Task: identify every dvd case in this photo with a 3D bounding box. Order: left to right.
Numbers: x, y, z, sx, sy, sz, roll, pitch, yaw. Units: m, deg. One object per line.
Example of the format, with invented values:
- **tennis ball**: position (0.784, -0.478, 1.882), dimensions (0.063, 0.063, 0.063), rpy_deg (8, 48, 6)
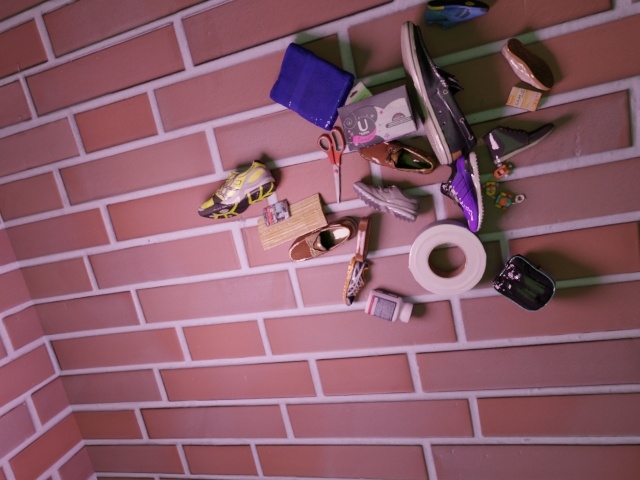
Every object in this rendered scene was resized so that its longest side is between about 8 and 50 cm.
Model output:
- **dvd case**: position (-0.190, -0.115, 1.811), dimensions (0.119, 0.013, 0.087), rpy_deg (-22, 68, 21)

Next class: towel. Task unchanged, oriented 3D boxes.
- **towel**: position (-0.032, -0.581, 1.608), dimensions (0.308, 0.076, 0.228), rpy_deg (36, 115, 20)

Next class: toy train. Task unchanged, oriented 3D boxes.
- **toy train**: position (0.668, -0.194, 1.548), dimensions (0.125, 0.046, 0.166), rpy_deg (-31, 94, 21)

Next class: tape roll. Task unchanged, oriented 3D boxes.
- **tape roll**: position (0.487, 0.066, 1.640), dimensions (0.285, 0.100, 0.287), rpy_deg (4, 106, 15)

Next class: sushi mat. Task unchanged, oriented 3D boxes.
- **sushi mat**: position (-0.125, -0.077, 1.790), dimensions (0.316, 0.019, 0.152), rpy_deg (-22, 71, 20)

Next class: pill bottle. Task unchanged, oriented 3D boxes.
- **pill bottle**: position (0.283, 0.275, 1.748), dimensions (0.180, 0.108, 0.108), rpy_deg (17, 108, 12)

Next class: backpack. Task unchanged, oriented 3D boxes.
- **backpack**: position (0.758, 0.160, 1.556), dimensions (0.188, 0.144, 0.166), rpy_deg (40, 111, 28)

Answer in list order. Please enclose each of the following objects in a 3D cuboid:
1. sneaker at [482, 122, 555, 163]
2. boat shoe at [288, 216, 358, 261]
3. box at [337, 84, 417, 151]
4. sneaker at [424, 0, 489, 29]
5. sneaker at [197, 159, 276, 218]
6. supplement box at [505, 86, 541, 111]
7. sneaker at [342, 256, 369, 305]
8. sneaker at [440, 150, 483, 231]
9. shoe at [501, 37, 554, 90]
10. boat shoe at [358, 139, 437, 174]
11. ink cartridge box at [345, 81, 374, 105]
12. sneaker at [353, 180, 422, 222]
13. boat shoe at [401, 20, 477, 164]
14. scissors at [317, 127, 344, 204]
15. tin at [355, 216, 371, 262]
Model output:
- **sneaker**: position (0.688, -0.371, 1.476), dimensions (0.222, 0.083, 0.118), rpy_deg (-29, 94, 22)
- **boat shoe**: position (0.000, 0.000, 1.750), dimensions (0.323, 0.120, 0.123), rpy_deg (-28, 95, 20)
- **box**: position (0.206, -0.428, 1.503), dimensions (0.247, 0.142, 0.164), rpy_deg (-14, 100, 18)
- **sneaker**: position (0.465, -0.775, 1.454), dimensions (0.209, 0.069, 0.082), rpy_deg (2, 138, 7)
- **sneaker**: position (-0.363, -0.207, 1.812), dimensions (0.384, 0.145, 0.147), rpy_deg (-23, 76, 18)
- **supplement box**: position (0.702, -0.489, 1.466), dimensions (0.098, 0.036, 0.062), rpy_deg (18, 108, 11)
- **sneaker**: position (0.146, 0.179, 1.778), dimensions (0.083, 0.084, 0.215), rpy_deg (13, 106, 7)
- **sneaker**: position (0.521, -0.173, 1.569), dimensions (0.146, 0.102, 0.294), rpy_deg (-7, 92, 22)
- **shoe**: position (0.701, -0.591, 1.436), dimensions (0.219, 0.058, 0.076), rpy_deg (45, 80, -3)
- **boat shoe**: position (0.286, -0.323, 1.592), dimensions (0.307, 0.104, 0.111), rpy_deg (13, 108, 13)
- **ink cartridge box**: position (0.176, -0.496, 1.603), dimensions (0.104, 0.060, 0.180), rpy_deg (-37, 92, 21)
- **sneaker**: position (0.263, -0.173, 1.661), dimensions (0.281, 0.105, 0.115), rpy_deg (27, 80, 10)
- **boat shoe**: position (0.405, -0.519, 1.473), dimensions (0.155, 0.187, 0.501), rpy_deg (-22, 99, 11)
- **scissors**: position (0.071, -0.298, 1.705), dimensions (0.108, 0.021, 0.298), rpy_deg (-15, 98, 17)
- **tin**: position (0.174, -0.004, 1.709), dimensions (0.040, 0.106, 0.190), rpy_deg (11, 106, 21)
